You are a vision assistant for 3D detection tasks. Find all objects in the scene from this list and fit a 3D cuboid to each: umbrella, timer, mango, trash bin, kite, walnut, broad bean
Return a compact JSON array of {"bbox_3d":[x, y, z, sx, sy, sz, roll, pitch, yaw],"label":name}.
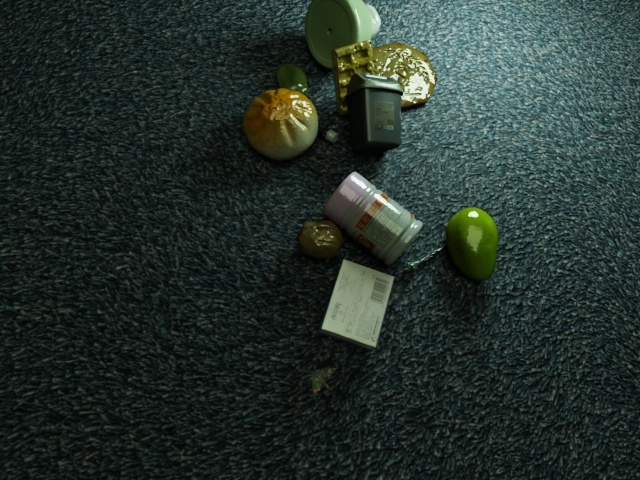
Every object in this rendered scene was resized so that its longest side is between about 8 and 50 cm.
[{"bbox_3d":[0.376,0.074,1.554,0.269,0.044,0.044,-32,105,-18],"label":"umbrella"},{"bbox_3d":[0.136,-0.913,1.771,0.291,0.291,0.315,48,51,10],"label":"timer"},{"bbox_3d":[0.563,0.007,1.545,0.185,0.149,0.273,10,75,-6],"label":"mango"},{"bbox_3d":[0.211,-0.501,1.625,0.209,0.182,0.291,-3,90,-26],"label":"trash bin"},{"bbox_3d":[0.003,0.466,1.385,0.090,0.004,0.122,42,71,9],"label":"kite"},{"bbox_3d":[0.000,0.000,1.479,0.166,0.149,0.167,4,36,-3],"label":"walnut"},{"bbox_3d":[-0.116,-0.659,1.720,0.124,0.082,0.175,-7,73,-8],"label":"broad bean"}]

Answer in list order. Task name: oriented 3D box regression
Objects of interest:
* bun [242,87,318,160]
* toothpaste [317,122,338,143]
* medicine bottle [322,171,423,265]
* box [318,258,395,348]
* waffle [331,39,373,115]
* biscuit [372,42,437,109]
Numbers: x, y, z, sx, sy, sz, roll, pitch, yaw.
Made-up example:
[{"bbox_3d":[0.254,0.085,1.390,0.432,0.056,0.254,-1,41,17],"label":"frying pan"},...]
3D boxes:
[{"bbox_3d":[-0.158,-0.462,1.588,0.298,0.165,0.299,-1,70,2],"label":"bun"},{"bbox_3d":[-0.022,-0.457,1.686,0.193,0.045,0.071,32,71,10],"label":"toothpaste"},{"bbox_3d":[0.186,-0.079,1.495,0.315,0.202,0.202,38,70,6],"label":"medicine bottle"},{"bbox_3d":[0.124,0.221,1.430,0.194,0.111,0.261,20,72,0],"label":"box"},{"bbox_3d":[0.135,-0.651,1.669,0.168,0.274,0.057,-24,43,-14],"label":"waffle"},{"bbox_3d":[0.346,-0.732,1.828,0.358,0.046,0.359,3,71,-8],"label":"biscuit"}]
